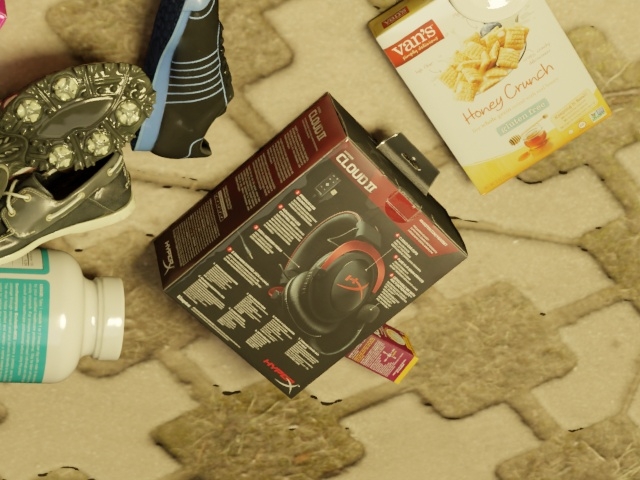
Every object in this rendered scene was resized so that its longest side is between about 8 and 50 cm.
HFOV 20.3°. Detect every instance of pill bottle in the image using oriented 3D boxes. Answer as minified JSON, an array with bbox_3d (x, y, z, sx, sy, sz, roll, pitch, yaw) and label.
[{"bbox_3d":[-0.345,0.079,1.902,0.264,0.146,0.146,3,120,-14],"label":"pill bottle"},{"bbox_3d":[0.149,-0.291,1.770,0.094,0.169,0.094,-6,123,-9],"label":"pill bottle"}]

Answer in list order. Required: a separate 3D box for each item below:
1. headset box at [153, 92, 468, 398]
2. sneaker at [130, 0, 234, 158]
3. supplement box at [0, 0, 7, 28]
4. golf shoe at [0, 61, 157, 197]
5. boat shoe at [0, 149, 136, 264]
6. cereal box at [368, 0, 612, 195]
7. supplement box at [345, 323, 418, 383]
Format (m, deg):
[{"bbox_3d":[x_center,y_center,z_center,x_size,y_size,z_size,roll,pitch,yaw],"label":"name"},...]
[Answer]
[{"bbox_3d":[0.000,0.000,1.952,0.293,0.110,0.218,-40,121,13],"label":"headset box"},{"bbox_3d":[-0.127,-0.185,1.833,0.090,0.081,0.232,8,126,-20],"label":"sneaker"},{"bbox_3d":[-0.423,-0.239,1.709,0.220,0.114,0.111,27,111,-24],"label":"supplement box"},{"bbox_3d":[-0.299,-0.117,1.813,0.273,0.120,0.105,-26,117,2],"label":"golf shoe"},{"bbox_3d":[-0.307,-0.037,1.860,0.233,0.084,0.079,-22,135,-19],"label":"boat shoe"},{"bbox_3d":[0.184,-0.183,1.916,0.173,0.047,0.240,-33,122,8],"label":"cereal box"},{"bbox_3d":[0.065,0.122,2.075,0.083,0.055,0.043,28,110,-27],"label":"supplement box"}]
